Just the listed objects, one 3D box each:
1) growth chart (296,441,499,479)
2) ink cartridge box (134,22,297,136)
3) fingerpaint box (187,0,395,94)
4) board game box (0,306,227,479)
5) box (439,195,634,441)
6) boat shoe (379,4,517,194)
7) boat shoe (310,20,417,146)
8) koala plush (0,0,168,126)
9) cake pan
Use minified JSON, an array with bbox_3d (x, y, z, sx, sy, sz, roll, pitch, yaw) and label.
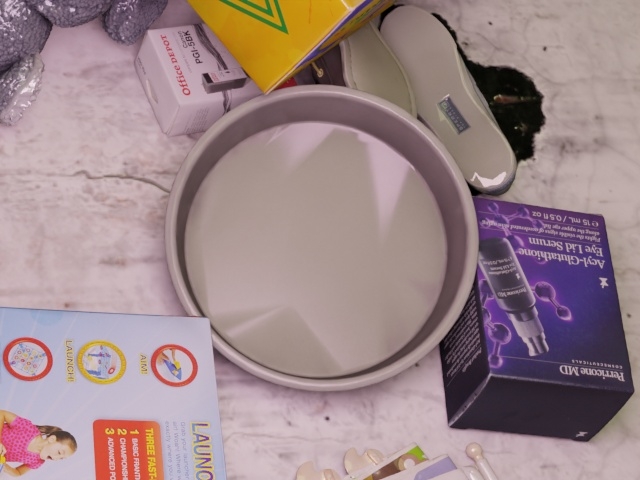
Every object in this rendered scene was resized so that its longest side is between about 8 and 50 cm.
[{"bbox_3d":[0.080,0.258,1.539,0.237,0.021,0.172,-11,61,-27],"label":"growth chart"},{"bbox_3d":[-0.106,-0.168,1.735,0.135,0.056,0.099,-12,63,-28],"label":"ink cartridge box"},{"bbox_3d":[-0.011,-0.404,1.687,0.371,0.163,0.445,50,46,-1],"label":"fingerpaint box"},{"bbox_3d":[-0.232,0.206,1.413,0.302,0.086,0.308,4,56,-19],"label":"board game box"},{"bbox_3d":[0.200,0.076,1.654,0.153,0.108,0.207,7,55,-18],"label":"box"},{"bbox_3d":[0.133,-0.141,1.800,0.079,0.081,0.227,-30,74,2],"label":"boat shoe"},{"bbox_3d":[0.028,-0.179,1.730,0.081,0.068,0.228,-2,61,-40],"label":"boat shoe"},{"bbox_3d":[-0.287,-0.238,1.643,0.221,0.203,0.196,-43,89,-2],"label":"koala plush"},{"bbox_3d":[0.000,0.000,1.604,0.293,0.054,0.293,1,76,-6],"label":"cake pan"}]
